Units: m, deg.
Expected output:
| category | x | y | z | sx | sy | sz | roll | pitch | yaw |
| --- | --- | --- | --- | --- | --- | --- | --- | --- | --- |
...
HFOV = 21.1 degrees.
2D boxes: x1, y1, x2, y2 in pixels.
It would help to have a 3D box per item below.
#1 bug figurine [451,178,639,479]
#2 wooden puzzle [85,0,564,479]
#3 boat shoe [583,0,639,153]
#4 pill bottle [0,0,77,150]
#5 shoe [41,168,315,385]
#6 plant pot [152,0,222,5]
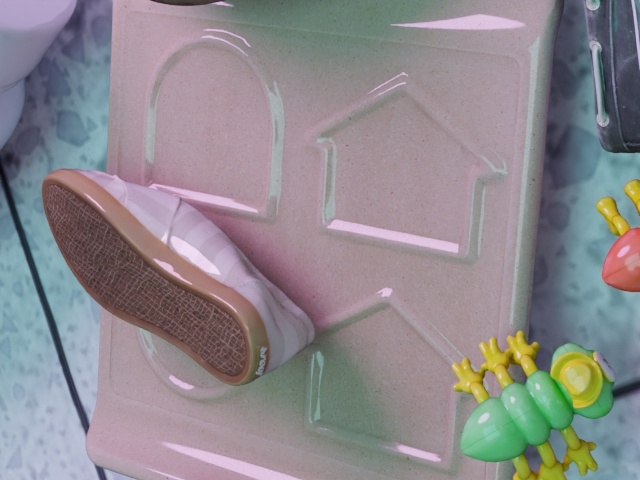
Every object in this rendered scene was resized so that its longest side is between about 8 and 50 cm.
| category | x | y | z | sx | sy | sz | roll | pitch | yaw |
| --- | --- | --- | --- | --- | --- | --- | --- | --- | --- |
| bug figurine | 0.198 | 0.104 | 0.888 | 0.216 | 0.072 | 0.279 | -33 | 79 | 5 |
| wooden puzzle | 0.000 | 0.000 | 1.064 | 0.322 | 0.080 | 0.348 | 12 | 99 | 35 |
| boat shoe | 0.162 | -0.154 | 0.912 | 0.070 | 0.078 | 0.219 | -3 | 97 | 36 |
| pill bottle | -0.350 | -0.087 | 1.219 | 0.392 | 0.224 | 0.224 | -45 | 70 | 33 |
| shoe | -0.092 | 0.017 | 1.053 | 0.219 | 0.058 | 0.076 | 36 | 132 | 34 |
| plant pot | -0.045 | -0.246 | 1.019 | 0.237 | 0.110 | 0.237 | -7 | 77 | 34 |
